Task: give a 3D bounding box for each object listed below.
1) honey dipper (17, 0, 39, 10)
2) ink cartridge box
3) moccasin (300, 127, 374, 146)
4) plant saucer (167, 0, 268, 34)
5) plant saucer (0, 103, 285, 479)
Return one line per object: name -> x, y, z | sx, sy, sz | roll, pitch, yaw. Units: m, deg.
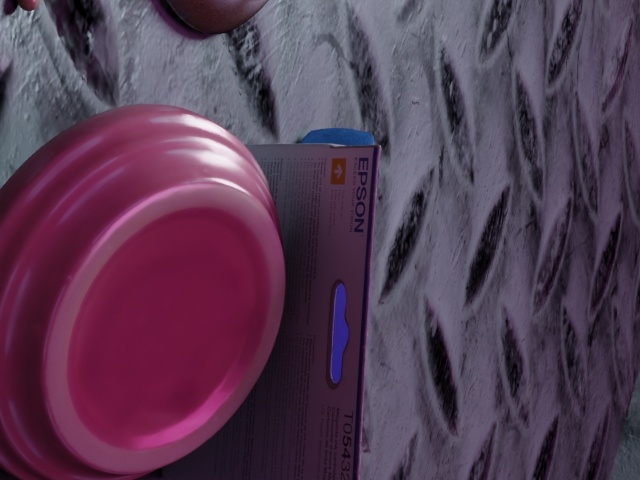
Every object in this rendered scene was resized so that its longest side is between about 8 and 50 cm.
honey dipper -> -0.214, -0.251, 1.598 | 0.030, 0.030, 0.161 | 63, 39, -51
ink cartridge box -> -0.030, 0.076, 1.731 | 0.071, 0.330, 0.324 | 4, 90, -36
moccasin -> 0.000, 0.000, 2.015 | 0.342, 0.137, 0.117 | -52, 147, -54
plant saucer -> -0.086, -0.353, 1.853 | 0.310, 0.050, 0.311 | 3, 90, -66
plant saucer -> -0.145, 0.058, 1.562 | 0.332, 0.084, 0.332 | -24, 125, -38
